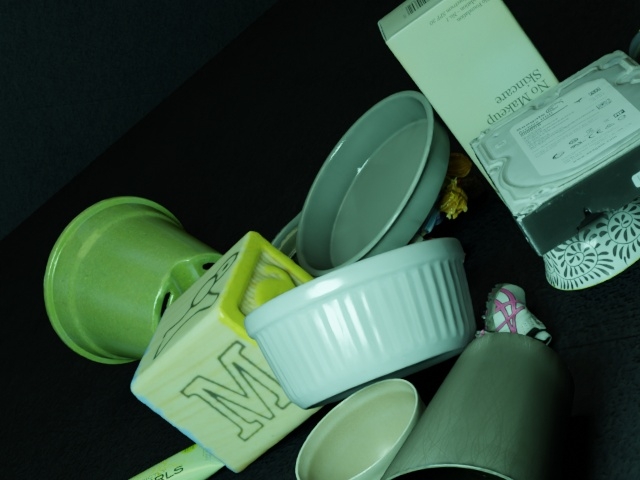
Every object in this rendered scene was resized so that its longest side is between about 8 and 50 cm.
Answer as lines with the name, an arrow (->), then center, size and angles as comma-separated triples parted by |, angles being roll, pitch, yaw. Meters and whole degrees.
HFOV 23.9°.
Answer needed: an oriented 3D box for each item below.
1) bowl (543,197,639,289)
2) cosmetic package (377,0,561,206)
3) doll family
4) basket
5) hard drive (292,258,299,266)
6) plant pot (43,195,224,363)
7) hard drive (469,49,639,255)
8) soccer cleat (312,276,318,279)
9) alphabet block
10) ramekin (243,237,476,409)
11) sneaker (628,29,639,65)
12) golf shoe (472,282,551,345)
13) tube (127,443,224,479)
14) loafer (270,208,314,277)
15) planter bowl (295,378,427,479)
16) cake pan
bowl -> 0.326, -0.026, 1.829 | 0.170, 0.080, 0.170 | -32, 22, 15
cosmetic package -> 0.230, -0.207, 2.036 | 0.160, 0.309, 0.113 | -36, 20, 11
doll family -> 0.143, -0.041, 2.103 | 0.163, 0.118, 0.263 | -27, 25, 32
basket -> 0.168, 0.209, 1.519 | 0.204, 0.154, 0.227 | -21, 24, 37
hard drive -> -0.041, 0.105, 2.130 | 0.094, 0.022, 0.135 | -37, 61, 6
plant pot -> -0.246, 0.087, 2.342 | 0.276, 0.276, 0.254 | -47, 34, -20
hard drive -> 0.316, -0.117, 1.836 | 0.237, 0.064, 0.339 | -31, 17, 7
soccer cleat -> -0.055, 0.125, 2.172 | 0.196, 0.068, 0.076 | -40, 29, -5
alphabet block -> -0.098, 0.144, 1.971 | 0.197, 0.193, 0.192 | -41, 18, 33
ramekin -> 0.056, 0.103, 1.767 | 0.272, 0.127, 0.273 | -20, -9, -3
sneaker -> 0.469, -0.215, 1.947 | 0.121, 0.111, 0.300 | -45, 19, -4
golf shoe -> 0.226, 0.111, 1.755 | 0.086, 0.067, 0.186 | 4, 29, 13
tube -> -0.225, 0.333, 2.039 | 0.240, 0.062, 0.070 | -31, 62, 8
loafer -> 0.000, 0.000, 2.286 | 0.087, 0.094, 0.251 | 27, 78, 31
planter bowl -> 0.069, 0.246, 1.652 | 0.162, 0.109, 0.162 | -34, 21, 15
cake pan -> 0.075, -0.069, 2.089 | 0.293, 0.054, 0.293 | -43, 29, 31
